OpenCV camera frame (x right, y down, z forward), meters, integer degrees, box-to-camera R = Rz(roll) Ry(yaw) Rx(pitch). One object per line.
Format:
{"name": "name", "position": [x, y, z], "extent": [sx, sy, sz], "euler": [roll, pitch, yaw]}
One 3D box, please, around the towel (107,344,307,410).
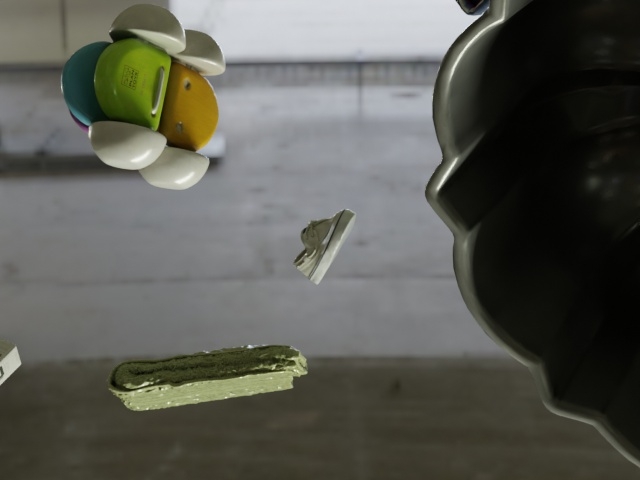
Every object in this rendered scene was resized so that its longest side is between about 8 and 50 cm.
{"name": "towel", "position": [-0.083, 0.103, 1.353], "extent": [0.148, 0.027, 0.110], "euler": [-9, 166, -1]}

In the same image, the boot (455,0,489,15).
{"name": "boot", "position": [0.183, -0.263, 1.511], "extent": [0.086, 0.190, 0.069], "euler": [-28, -113, -35]}

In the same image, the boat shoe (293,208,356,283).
{"name": "boat shoe", "position": [0.000, 0.000, 1.460], "extent": [0.035, 0.100, 0.035], "euler": [32, -120, 2]}

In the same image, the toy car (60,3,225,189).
{"name": "toy car", "position": [-0.185, -0.142, 1.768], "extent": [0.136, 0.159, 0.182], "euler": [5, 170, 29]}

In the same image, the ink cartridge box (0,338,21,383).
{"name": "ink cartridge box", "position": [-0.339, 0.130, 1.739], "extent": [0.048, 0.028, 0.083], "euler": [20, -133, 27]}

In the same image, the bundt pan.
{"name": "bundt pan", "position": [0.222, -0.038, 0.801], "extent": [0.331, 0.331, 0.124], "euler": [6, -146, 25]}
